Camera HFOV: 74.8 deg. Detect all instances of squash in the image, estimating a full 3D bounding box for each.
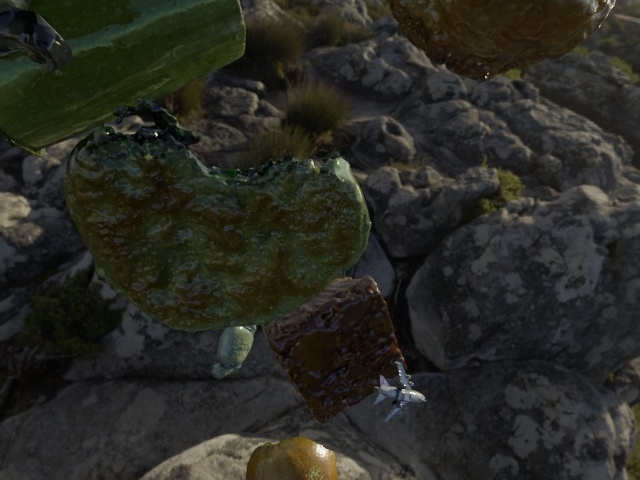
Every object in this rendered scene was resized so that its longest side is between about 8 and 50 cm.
[{"bbox_3d":[-0.347,-0.325,0.644,0.385,0.263,0.263,-34,51,-14],"label":"squash"}]

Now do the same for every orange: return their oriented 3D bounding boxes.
[{"bbox_3d":[-0.085,0.572,1.001,0.238,0.179,0.159,-19,1,34],"label":"orange"}]

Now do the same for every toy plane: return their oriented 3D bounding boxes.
[{"bbox_3d":[0.223,0.423,1.152,0.171,0.162,0.066,18,-8,-18],"label":"toy plane"}]

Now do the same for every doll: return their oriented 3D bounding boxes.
[{"bbox_3d":[-0.252,0.307,1.236,0.104,0.213,0.072,24,-9,-31],"label":"doll"}]

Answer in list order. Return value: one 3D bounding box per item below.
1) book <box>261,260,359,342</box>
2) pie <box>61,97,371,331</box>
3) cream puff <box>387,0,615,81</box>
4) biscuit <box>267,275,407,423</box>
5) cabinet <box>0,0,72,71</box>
[{"bbox_3d":[-0.032,0.217,1.553,0.428,0.300,0.039,-35,70,-18],"label":"book"},{"bbox_3d":[-0.118,-0.005,0.536,0.372,0.296,0.078,8,28,-20],"label":"pie"},{"bbox_3d":[0.187,-0.360,0.483,0.343,0.326,0.231,20,-10,-25],"label":"cream puff"},{"bbox_3d":[0.050,0.308,1.227,0.343,0.394,0.166,-26,31,-9],"label":"biscuit"},{"bbox_3d":[-0.282,-0.304,0.233,0.319,0.227,0.289,15,74,7],"label":"cabinet"}]
